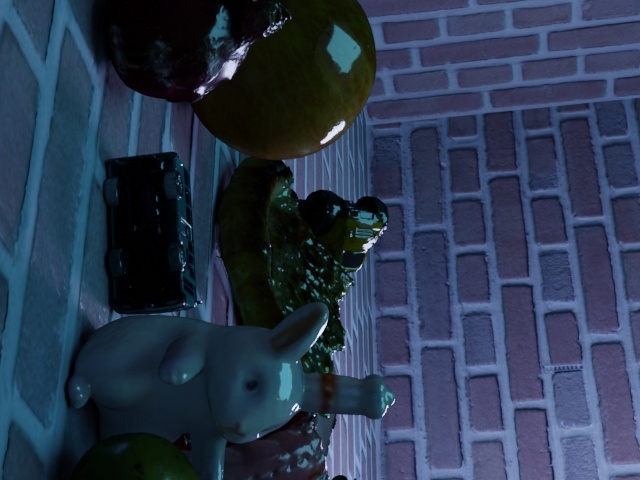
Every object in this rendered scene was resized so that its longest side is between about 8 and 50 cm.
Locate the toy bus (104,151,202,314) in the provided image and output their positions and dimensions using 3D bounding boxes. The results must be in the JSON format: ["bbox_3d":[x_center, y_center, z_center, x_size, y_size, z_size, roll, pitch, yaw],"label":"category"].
[{"bbox_3d":[-0.169,-0.001,1.304,0.092,0.079,0.160,59,25,-75],"label":"toy bus"}]

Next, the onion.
[{"bbox_3d":[-0.126,-0.211,1.347,0.173,0.198,0.135,-54,148,-52],"label":"onion"}]

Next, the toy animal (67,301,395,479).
[{"bbox_3d":[-0.088,0.134,1.148,0.138,0.283,0.140,-65,150,-46],"label":"toy animal"}]

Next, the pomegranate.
[{"bbox_3d":[-0.164,0.221,1.073,0.130,0.130,0.130,-5,90,-83],"label":"pomegranate"}]

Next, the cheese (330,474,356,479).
[{"bbox_3d":[-0.014,0.456,1.804,0.203,0.083,0.320,-89,-156,-51],"label":"cheese"}]

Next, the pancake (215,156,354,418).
[{"bbox_3d":[-0.041,0.054,1.849,0.305,0.067,0.426,47,26,-25],"label":"pancake"}]

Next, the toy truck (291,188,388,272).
[{"bbox_3d":[0.000,0.000,2.116,0.147,0.224,0.165,6,90,-40],"label":"toy truck"}]

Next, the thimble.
[{"bbox_3d":[-0.094,0.239,1.312,0.163,0.190,0.125,-145,-131,-67],"label":"thimble"}]

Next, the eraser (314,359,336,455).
[{"bbox_3d":[-0.040,0.271,1.975,0.352,0.111,0.077,-64,148,-76],"label":"eraser"}]

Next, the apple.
[{"bbox_3d":[-0.061,-0.245,1.659,0.264,0.264,0.264,-5,90,-83],"label":"apple"}]
